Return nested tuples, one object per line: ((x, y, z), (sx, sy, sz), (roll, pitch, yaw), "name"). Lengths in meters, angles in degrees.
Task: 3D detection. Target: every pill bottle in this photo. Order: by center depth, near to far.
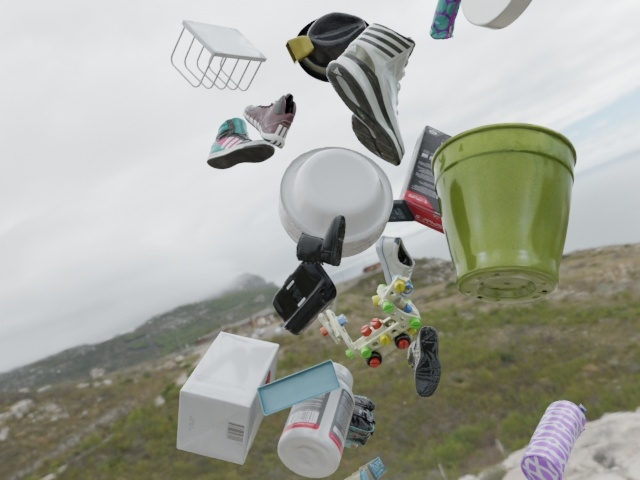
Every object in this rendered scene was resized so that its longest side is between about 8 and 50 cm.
((0.002, 0.505, 1.787), (0.176, 0.176, 0.319), (-22, 22, 27), "pill bottle")

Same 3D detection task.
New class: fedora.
((0.063, -0.774, 2.374), (0.333, 0.334, 0.152), (-21, -13, -5), "fedora")

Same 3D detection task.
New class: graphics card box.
((0.404, -0.201, 2.070), (0.094, 0.232, 0.371), (117, 175, -54), "graphics card box")

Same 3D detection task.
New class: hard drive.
((0.219, -0.092, 1.951), (0.135, 0.094, 0.022), (-1, 54, 35), "hard drive")

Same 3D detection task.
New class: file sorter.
((-0.380, -0.666, 2.266), (0.277, 0.193, 0.173), (-15, -34, -54), "file sorter")

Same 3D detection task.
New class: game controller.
((-0.059, 0.186, 2.034), (0.067, 0.167, 0.319), (-11, -27, -37), "game controller")

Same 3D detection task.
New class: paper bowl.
((0.039, -0.111, 1.528), (0.284, 0.284, 0.148), (-21, -25, -17), "paper bowl")

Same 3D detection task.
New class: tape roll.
((0.571, -0.863, 1.930), (0.071, 0.392, 0.392), (6, -12, -21), "tape roll")

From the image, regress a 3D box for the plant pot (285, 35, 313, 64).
((-0.073, -0.715, 2.292), (0.083, 0.081, 0.081), (-28, 8, -6), "plant pot")

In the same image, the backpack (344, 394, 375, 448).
((0.072, 0.594, 2.065), (0.166, 0.188, 0.144), (-86, 22, -58), "backpack")

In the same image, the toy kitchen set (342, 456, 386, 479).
((0.169, 0.656, 1.537), (0.122, 0.207, 0.166), (-34, -16, 17), "toy kitchen set")

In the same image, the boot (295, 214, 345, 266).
((0.000, 0.000, 1.356), (0.099, 0.121, 0.045), (8, 1, 25), "boot")

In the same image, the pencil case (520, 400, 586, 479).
((0.481, 0.416, 1.266), (0.206, 0.088, 0.086), (-32, -5, -45), "pencil case")

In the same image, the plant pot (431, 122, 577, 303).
((0.458, -0.043, 1.543), (0.366, 0.353, 0.366), (5, -25, 2), "plant pot")

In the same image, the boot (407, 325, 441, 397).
((0.346, 0.426, 2.095), (0.085, 0.237, 0.179), (8, -24, -2), "boot")

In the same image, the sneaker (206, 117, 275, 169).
((-0.284, -0.373, 2.279), (0.295, 0.179, 0.124), (-6, -26, 30), "sneaker")

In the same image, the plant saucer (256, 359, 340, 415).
((-0.049, 0.334, 1.398), (0.192, 0.067, 0.018), (-23, -20, 12), "plant saucer")

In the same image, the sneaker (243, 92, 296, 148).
((-0.151, -0.426, 2.041), (0.106, 0.281, 0.163), (20, -70, -39), "sneaker")

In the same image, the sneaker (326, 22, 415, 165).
((0.202, -0.413, 1.726), (0.257, 0.169, 0.447), (-50, -35, -9), "sneaker")

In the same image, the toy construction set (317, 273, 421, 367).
((0.153, 0.241, 1.796), (0.327, 0.215, 0.151), (-28, 27, 25), "toy construction set")

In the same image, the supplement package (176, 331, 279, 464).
((-0.229, 0.392, 1.584), (0.175, 0.178, 0.293), (11, 22, 7), "supplement package")

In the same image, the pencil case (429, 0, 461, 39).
((0.328, -0.591, 1.573), (0.064, 0.070, 0.152), (-16, -42, -27), "pencil case")

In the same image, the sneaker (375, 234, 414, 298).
((0.258, 0.092, 1.991), (0.091, 0.258, 0.094), (1, 44, 37), "sneaker")
